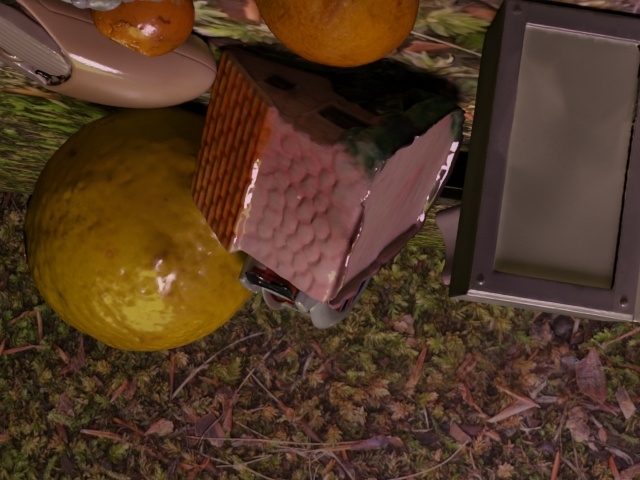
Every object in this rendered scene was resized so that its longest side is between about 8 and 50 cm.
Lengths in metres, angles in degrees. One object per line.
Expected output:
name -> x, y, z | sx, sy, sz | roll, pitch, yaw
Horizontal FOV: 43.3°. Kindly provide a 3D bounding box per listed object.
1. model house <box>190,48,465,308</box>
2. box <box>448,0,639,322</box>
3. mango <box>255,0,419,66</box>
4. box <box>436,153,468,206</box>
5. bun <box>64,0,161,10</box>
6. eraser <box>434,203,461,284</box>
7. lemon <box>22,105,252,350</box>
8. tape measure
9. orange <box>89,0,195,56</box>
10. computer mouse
model house -> 0.000, -0.099, 0.875 | 0.237, 0.202, 0.237 | 31, -140, 19
box -> 0.184, -0.058, 0.623 | 0.129, 0.225, 0.086 | 9, 175, 1
mango -> 0.011, -0.167, 0.513 | 0.115, 0.089, 0.165 | 19, 171, -3
box -> 0.142, -0.098, 1.259 | 0.350, 0.058, 0.211 | 7, 176, 15
bun -> -0.137, -0.190, 0.509 | 0.140, 0.083, 0.141 | 6, 174, 1
eraser -> 0.350, -0.019, 1.002 | 0.272, 0.122, 0.359 | -1, 172, -23
lemon -> -0.229, -0.022, 1.143 | 0.387, 0.350, 0.349 | -25, 154, 38
tape measure -> 0.000, 0.000, 1.104 | 0.125, 0.243, 0.246 | 23, 161, 19
orange -> -0.141, -0.186, 0.643 | 0.083, 0.070, 0.083 | 21, 178, 1
computer mouse -> -0.219, -0.181, 0.788 | 0.236, 0.082, 0.145 | 11, 176, -36
